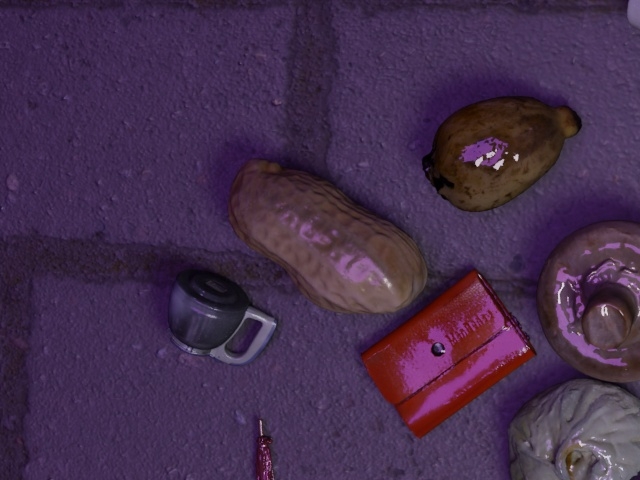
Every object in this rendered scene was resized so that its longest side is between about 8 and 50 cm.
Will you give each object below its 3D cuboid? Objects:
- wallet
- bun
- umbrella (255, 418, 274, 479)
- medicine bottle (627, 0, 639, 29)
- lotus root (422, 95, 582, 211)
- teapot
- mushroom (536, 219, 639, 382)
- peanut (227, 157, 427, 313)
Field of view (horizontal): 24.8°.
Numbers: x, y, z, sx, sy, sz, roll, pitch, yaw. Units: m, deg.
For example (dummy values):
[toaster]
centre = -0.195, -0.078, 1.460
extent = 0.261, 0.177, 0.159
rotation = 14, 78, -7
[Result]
[wallet]
centre = 0.170, 0.153, 1.961
extent = 0.204, 0.045, 0.142
rotation = -38, 76, 15
[bun]
centre = 0.333, 0.283, 1.845
extent = 0.203, 0.126, 0.213
rotation = -2, 99, 23
[umbrella]
centre = -0.078, 0.334, 2.057
extent = 0.027, 0.025, 0.165
rotation = -3, 90, 1
[medicine bottle]
centre = 0.517, -0.267, 1.788
extent = 0.258, 0.143, 0.143
rotation = 33, 99, 28
[lotus root]
centre = 0.238, -0.123, 1.908
extent = 0.214, 0.138, 0.138
rotation = -28, 79, 6
[teapot]
centre = -0.152, 0.111, 2.065
extent = 0.108, 0.149, 0.111
rotation = -65, 32, 23
[mushroom]
centre = 0.362, 0.082, 1.803
extent = 0.207, 0.215, 0.207
rotation = 4, 101, 20
[peanut]
centre = 0.000, 0.000, 1.978
extent = 0.313, 0.152, 0.152
rotation = 34, 100, 17
